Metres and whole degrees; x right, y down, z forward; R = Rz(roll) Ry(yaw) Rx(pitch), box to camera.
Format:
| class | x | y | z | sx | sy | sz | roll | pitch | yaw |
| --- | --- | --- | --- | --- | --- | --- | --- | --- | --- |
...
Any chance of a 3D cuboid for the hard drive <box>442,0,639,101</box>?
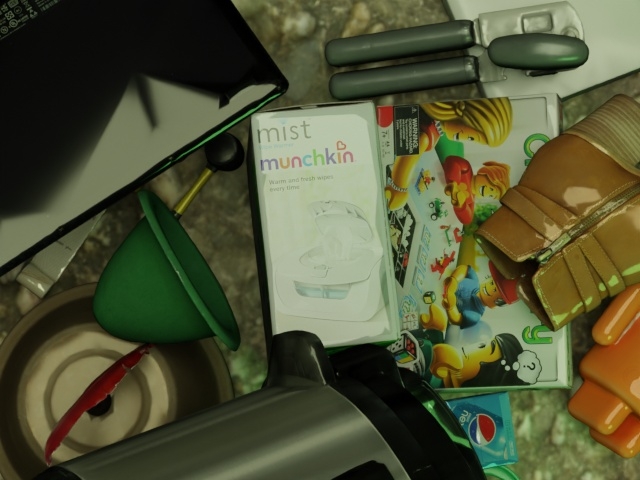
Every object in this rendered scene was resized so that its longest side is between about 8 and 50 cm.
| class | x | y | z | sx | sy | sz | roll | pitch | yaw |
| --- | --- | --- | --- | --- | --- | --- | --- | --- | --- |
| hard drive | 0.225 | -0.301 | 1.878 | 0.203 | 0.040 | 0.307 | -21 | 85 | -5 |

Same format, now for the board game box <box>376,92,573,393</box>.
| class | x | y | z | sx | sy | sz | roll | pitch | yaw |
| --- | --- | --- | --- | --- | --- | --- | --- | --- | --- |
| board game box | 0.160 | 0.005 | 1.801 | 0.193 | 0.053 | 0.305 | -4 | 82 | 15 |

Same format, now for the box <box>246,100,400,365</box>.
| class | x | y | z | sx | sy | sz | roll | pitch | yaw |
| --- | --- | --- | --- | --- | --- | --- | --- | --- | --- |
| box | 0.000 | 0.000 | 1.717 | 0.127 | 0.262 | 0.231 | -6 | 84 | -4 |

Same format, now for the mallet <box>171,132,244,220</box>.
| class | x | y | z | sx | sy | sz | roll | pitch | yaw |
| --- | --- | --- | --- | --- | --- | --- | --- | --- | --- |
| mallet | -0.145 | -0.035 | 1.831 | 0.039 | 0.062 | 0.189 | 38 | 97 | 7 |

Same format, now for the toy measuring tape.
| class | x | y | z | sx | sy | sz | roll | pitch | yaw |
| --- | --- | --- | --- | --- | --- | --- | --- | --- | --- |
| toy measuring tape | -0.208 | -0.086 | 1.790 | 0.121 | 0.121 | 0.330 | 36 | 82 | 2 |

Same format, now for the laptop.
| class | x | y | z | sx | sy | sz | roll | pitch | yaw |
| --- | --- | --- | --- | --- | --- | --- | --- | --- | --- |
| laptop | -0.296 | -0.179 | 1.714 | 0.382 | 0.236 | 0.408 | -34 | 80 | -6 |

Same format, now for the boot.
| class | x | y | z | sx | sy | sz | roll | pitch | yaw |
| --- | --- | --- | --- | --- | --- | --- | --- | --- | --- |
| boot | 0.310 | 0.015 | 1.703 | 0.220 | 0.109 | 0.283 | -43 | 88 | -16 |

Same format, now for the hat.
| class | x | y | z | sx | sy | sz | roll | pitch | yaw |
| --- | --- | --- | --- | --- | --- | --- | --- | --- | --- |
| hat | -0.192 | 0.072 | 1.576 | 0.184 | 0.208 | 0.173 | -31 | 89 | 3 |

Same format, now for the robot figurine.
| class | x | y | z | sx | sy | sz | roll | pitch | yaw |
| --- | --- | --- | --- | --- | --- | --- | --- | --- | --- |
| robot figurine | 0.356 | 0.121 | 1.791 | 0.158 | 0.128 | 0.219 | 40 | 83 | 10 |

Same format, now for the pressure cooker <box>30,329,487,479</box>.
| class | x | y | z | sx | sy | sz | roll | pitch | yaw |
| --- | --- | --- | --- | --- | --- | --- | --- | --- | --- |
| pressure cooker | -0.026 | 0.303 | 1.502 | 0.420 | 0.369 | 0.375 | -18 | 48 | -26 |

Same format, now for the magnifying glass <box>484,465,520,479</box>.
| class | x | y | z | sx | sy | sz | roll | pitch | yaw |
| --- | --- | --- | --- | --- | --- | --- | --- | --- | --- |
| magnifying glass | 0.159 | 0.344 | 1.804 | 0.092 | 0.026 | 0.231 | 12 | 81 | -2 |

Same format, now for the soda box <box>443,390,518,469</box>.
| class | x | y | z | sx | sy | sz | roll | pitch | yaw |
| --- | --- | --- | --- | --- | --- | --- | --- | --- | --- |
| soda box | 0.121 | 0.196 | 1.721 | 0.067 | 0.210 | 0.071 | -7 | 83 | -18 |

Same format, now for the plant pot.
| class | x | y | z | sx | sy | sz | roll | pitch | yaw |
| --- | --- | --- | --- | --- | --- | --- | --- | --- | --- |
| plant pot | -0.213 | 0.165 | 1.701 | 0.263 | 0.229 | 0.263 | 0 | 84 | -3 |

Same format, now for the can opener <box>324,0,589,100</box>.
| class | x | y | z | sx | sy | sz | roll | pitch | yaw |
| --- | --- | --- | --- | --- | --- | --- | --- | --- | --- |
| can opener | 0.140 | -0.199 | 1.808 | 0.280 | 0.093 | 0.074 | -7 | 88 | 16 |
